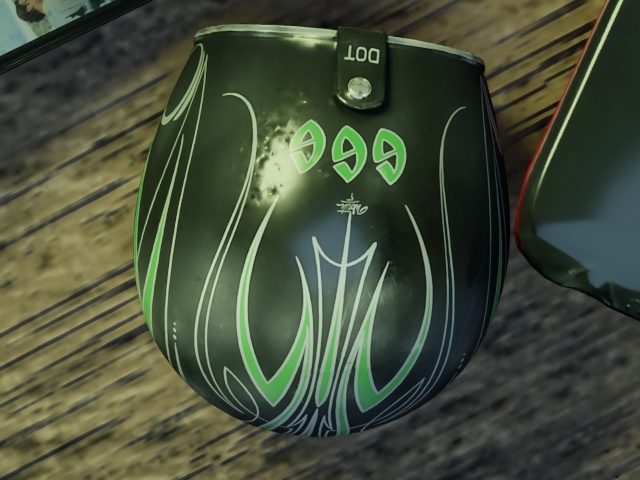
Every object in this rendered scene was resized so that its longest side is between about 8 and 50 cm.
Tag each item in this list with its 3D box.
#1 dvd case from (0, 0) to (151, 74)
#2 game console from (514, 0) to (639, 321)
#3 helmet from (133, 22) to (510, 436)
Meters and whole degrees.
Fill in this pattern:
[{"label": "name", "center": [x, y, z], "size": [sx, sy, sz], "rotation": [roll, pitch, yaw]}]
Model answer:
[{"label": "dvd case", "center": [-0.174, -0.139, 0.754], "size": [0.253, 0.022, 0.180], "rotation": [-28, 117, -12]}, {"label": "game console", "center": [0.313, -0.071, 0.765], "size": [0.386, 0.060, 0.342], "rotation": [24, 87, 2]}, {"label": "helmet", "center": [0.000, 0.000, 0.790], "size": [0.169, 0.169, 0.162], "rotation": [6, 89, -6]}]
